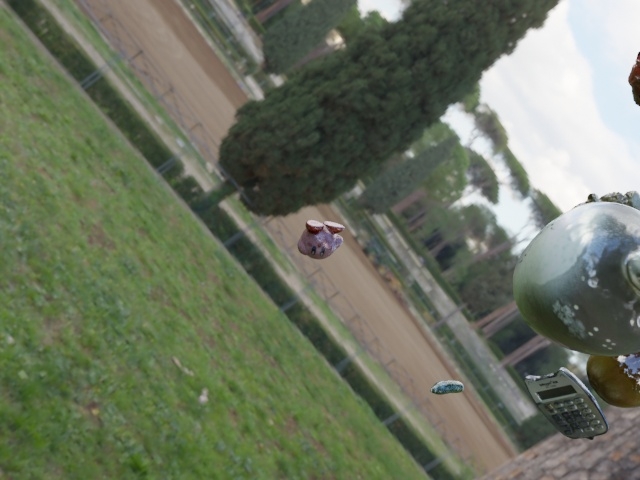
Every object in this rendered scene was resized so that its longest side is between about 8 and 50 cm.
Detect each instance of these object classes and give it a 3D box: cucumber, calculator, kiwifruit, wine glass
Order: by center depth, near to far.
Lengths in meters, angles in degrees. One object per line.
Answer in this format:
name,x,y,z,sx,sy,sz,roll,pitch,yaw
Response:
wine glass,0.428,0.044,1.130,0.238,0.238,0.323,54,-22,-5
cucumber,0.331,0.384,2.114,0.155,0.037,0.037,7,42,-48
kiwifruit,0.833,0.352,2.183,0.196,0.234,0.195,168,-90,-74
calculator,0.720,0.481,2.344,0.268,0.177,0.040,55,45,-10

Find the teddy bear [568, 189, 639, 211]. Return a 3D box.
teddy bear,0.722,-0.022,2.103,0.156,0.266,0.256,17,5,32

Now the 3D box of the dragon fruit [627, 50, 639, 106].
dragon fruit,0.813,-0.372,1.886,0.209,0.172,0.172,57,4,-17

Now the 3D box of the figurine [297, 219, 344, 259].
figurine,0.000,0.000,1.485,0.083,0.071,0.067,6,18,-18
